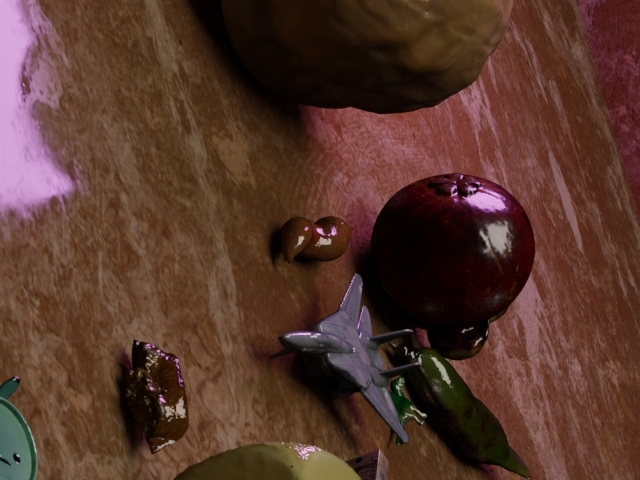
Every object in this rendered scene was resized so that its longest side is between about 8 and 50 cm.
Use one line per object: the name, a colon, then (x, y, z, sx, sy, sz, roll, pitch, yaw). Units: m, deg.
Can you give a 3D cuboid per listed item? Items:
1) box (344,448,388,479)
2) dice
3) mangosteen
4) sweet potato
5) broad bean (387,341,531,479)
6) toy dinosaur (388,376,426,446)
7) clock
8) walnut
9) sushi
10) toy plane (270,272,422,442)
box: (0.046, 0.275, 2.107, 0.024, 0.053, 0.083, 55, 24, -30)
dice: (-0.045, 0.293, 1.716, 0.166, 0.169, 0.169, 40, 36, -50)
mangosteen: (0.172, 0.041, 2.446, 0.215, 0.215, 0.258, -61, 151, -63)
sweet potato: (0.000, -0.002, 2.255, 0.202, 0.058, 0.055, -5, 96, -69)
broad bean: (0.187, 0.230, 2.472, 0.339, 0.061, 0.077, 50, 16, -39)
toy dinosaur: (0.097, 0.217, 2.332, 0.060, 0.029, 0.120, 47, 32, -11)
clock: (-0.263, 0.164, 1.493, 0.101, 0.041, 0.135, 39, 36, -52)
walnut: (0.058, -0.325, 2.317, 0.383, 0.383, 0.384, 50, 28, -39)
sushi: (-0.156, 0.146, 1.755, 0.060, 0.061, 0.118, 1, 41, -23)
toy plane: (0.010, 0.129, 2.132, 0.267, 0.088, 0.212, 10, 60, -56)
